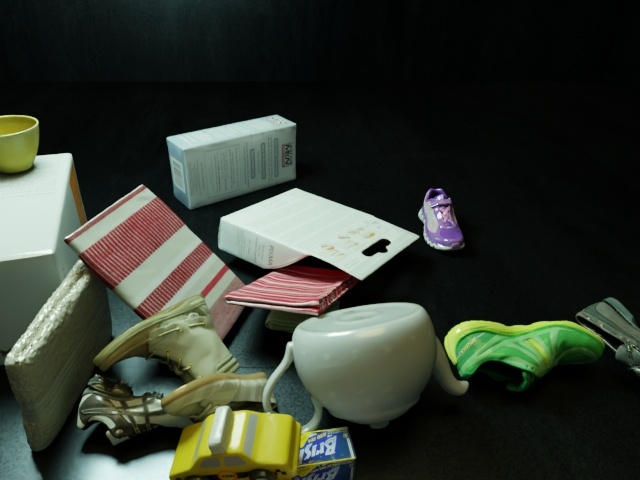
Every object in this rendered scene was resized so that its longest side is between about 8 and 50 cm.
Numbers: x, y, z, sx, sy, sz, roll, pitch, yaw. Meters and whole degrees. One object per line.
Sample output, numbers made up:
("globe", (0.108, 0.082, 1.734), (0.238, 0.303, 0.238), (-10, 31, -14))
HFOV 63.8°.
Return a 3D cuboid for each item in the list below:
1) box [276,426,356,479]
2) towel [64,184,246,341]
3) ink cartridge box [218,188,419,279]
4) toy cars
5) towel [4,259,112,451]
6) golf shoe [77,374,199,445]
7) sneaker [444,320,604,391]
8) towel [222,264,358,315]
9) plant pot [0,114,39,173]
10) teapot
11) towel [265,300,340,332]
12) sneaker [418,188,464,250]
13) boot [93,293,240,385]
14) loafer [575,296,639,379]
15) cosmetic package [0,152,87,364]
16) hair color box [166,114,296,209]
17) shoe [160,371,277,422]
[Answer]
("box", (-0.035, 0.327, 0.763), (0.168, 0.054, 0.059), (-5, 33, -10))
("towel", (-0.294, 0.064, 0.991), (0.329, 0.037, 0.237), (47, 33, -11))
("ink cartridge box", (0.000, 0.000, 1.236), (0.384, 0.091, 0.308), (23, 29, 26))
("toy cars", (-0.054, 0.304, 0.636), (0.393, 0.087, 0.176), (20, 50, 43))
("towel", (-0.425, 0.173, 0.857), (0.049, 0.187, 0.282), (4, 30, 0))
("golf shoe", (-0.285, 0.283, 0.816), (0.198, 0.077, 0.094), (14, 62, 2))
("sneaker", (0.376, 0.218, 0.946), (0.295, 0.110, 0.124), (0, 53, -5))
("towel", (-0.048, 0.094, 1.055), (0.198, 0.031, 0.275), (4, 10, 19))
("plant pot", (-0.664, -0.200, 1.097), (0.134, 0.095, 0.134), (1, 32, -1))
("teapot", (0.073, 0.215, 0.844), (0.255, 0.187, 0.252), (-8, 2, 35))
("towel", (-0.035, 0.151, 1.073), (0.147, 0.027, 0.110), (5, 31, 3))
("sneaker", (0.322, -0.063, 1.370), (0.095, 0.105, 0.236), (1, 33, -5))
("boot", (-0.244, 0.201, 0.853), (0.213, 0.077, 0.165), (-28, 87, -46))
("loafer", (0.587, 0.210, 0.983), (0.084, 0.096, 0.268), (-17, 25, 6))
("cosmetic package", (-0.591, 0.010, 1.069), (0.161, 0.230, 0.453), (-8, 34, -17))
("hair color box", (-0.253, -0.242, 1.539), (0.374, 0.186, 0.113), (-21, 38, -32))
("shoe", (-0.149, 0.249, 0.807), (0.219, 0.076, 0.058), (11, 41, -53))
